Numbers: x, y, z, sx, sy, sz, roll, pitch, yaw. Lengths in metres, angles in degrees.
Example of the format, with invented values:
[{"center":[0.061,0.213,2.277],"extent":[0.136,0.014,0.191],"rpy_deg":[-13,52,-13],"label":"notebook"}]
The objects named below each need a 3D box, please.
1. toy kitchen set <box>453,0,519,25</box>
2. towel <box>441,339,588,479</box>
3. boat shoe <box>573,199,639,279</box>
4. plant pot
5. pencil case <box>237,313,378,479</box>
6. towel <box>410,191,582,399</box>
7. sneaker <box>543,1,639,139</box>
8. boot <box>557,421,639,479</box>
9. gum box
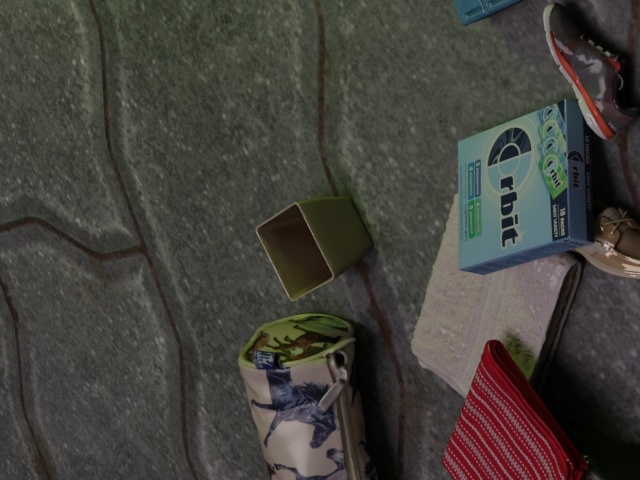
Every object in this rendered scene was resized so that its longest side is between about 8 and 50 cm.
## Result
[{"center":[0.123,-0.331,1.814],"extent":[0.122,0.166,0.207],"rpy_deg":[-20,93,53],"label":"toy kitchen set"},{"center":[0.222,0.265,2.025],"extent":[0.199,0.031,0.275],"rpy_deg":[57,152,30],"label":"towel"},{"center":[0.310,-0.010,1.845],"extent":[0.170,0.063,0.059],"rpy_deg":[27,134,41],"label":"boat shoe"},{"center":[0.000,0.000,2.197],"extent":[0.109,0.096,0.109],"rpy_deg":[-31,85,52],"label":"plant pot"},{"center":[0.010,0.311,2.300],"extent":[0.183,0.160,0.410],"rpy_deg":[14,120,63],"label":"pencil case"},{"center":[0.203,0.085,2.037],"extent":[0.187,0.049,0.282],"rpy_deg":[38,135,31],"label":"towel"},{"center":[0.291,-0.188,1.795],"extent":[0.065,0.061,0.158],"rpy_deg":[-28,87,26],"label":"sneaker"},{"center":[0.340,0.325,1.972],"extent":[0.236,0.085,0.178],"rpy_deg":[24,128,50],"label":"boot"},{"center":[0.225,-0.056,1.887],"extent":[0.184,0.041,0.157],"rpy_deg":[-18,66,52],"label":"gum box"}]
